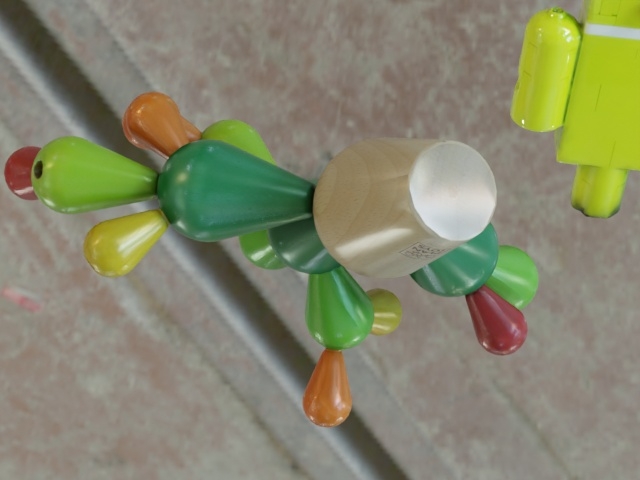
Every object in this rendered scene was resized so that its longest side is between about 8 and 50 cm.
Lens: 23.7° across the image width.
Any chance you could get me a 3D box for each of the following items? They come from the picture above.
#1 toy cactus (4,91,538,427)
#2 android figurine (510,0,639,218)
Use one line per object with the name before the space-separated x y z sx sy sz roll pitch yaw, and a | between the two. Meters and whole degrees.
toy cactus | 0.000 0.000 0.570 0.219 0.112 0.180 25 165 -20
android figurine | 0.272 -0.127 1.138 0.248 0.056 0.273 7 130 -1
